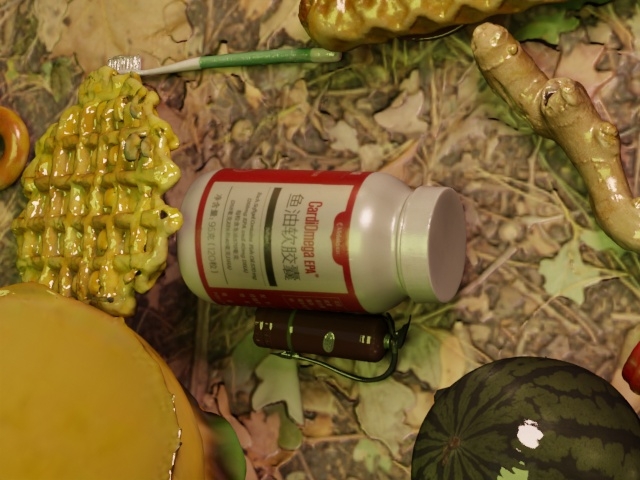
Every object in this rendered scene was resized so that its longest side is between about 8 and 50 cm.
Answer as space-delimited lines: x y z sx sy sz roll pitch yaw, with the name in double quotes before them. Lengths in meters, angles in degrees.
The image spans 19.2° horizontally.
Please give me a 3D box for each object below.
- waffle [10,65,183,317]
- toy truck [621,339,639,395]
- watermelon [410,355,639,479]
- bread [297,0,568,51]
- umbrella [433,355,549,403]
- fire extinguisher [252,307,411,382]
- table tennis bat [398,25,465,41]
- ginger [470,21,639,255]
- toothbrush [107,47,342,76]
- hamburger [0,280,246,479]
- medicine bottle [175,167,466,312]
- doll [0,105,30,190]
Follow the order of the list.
"waffle" -0.216 -0.032 1.826 0.262 0.060 0.280 -55 42 31
"toy truck" 0.400 0.056 1.562 0.189 0.239 0.265 38 144 20
"watermelon" 0.184 0.202 1.621 0.212 0.212 0.212 -1 89 23
"bread" 0.151 -0.240 1.703 0.367 0.077 0.084 -11 84 18
"umbrella" 0.164 0.136 1.726 0.133 0.031 0.036 -18 109 21
"fire extinguisher" 0.015 0.096 1.789 0.157 0.045 0.078 5 119 23
"table tennis bat" 0.109 -0.321 1.766 0.154 0.021 0.274 17 97 21
"ginger" 0.236 -0.085 1.678 0.288 0.075 0.089 48 148 15
"toothbrush" -0.098 -0.175 1.854 0.257 0.018 0.024 -1 82 24
"hamburger" -0.252 0.260 1.745 0.395 0.277 0.396 -7 61 12
"medicine bottle" 0.000 0.000 1.746 0.250 0.131 0.131 2 90 24
"doll" -0.444 -0.125 1.886 0.162 0.269 0.167 -7 88 40
